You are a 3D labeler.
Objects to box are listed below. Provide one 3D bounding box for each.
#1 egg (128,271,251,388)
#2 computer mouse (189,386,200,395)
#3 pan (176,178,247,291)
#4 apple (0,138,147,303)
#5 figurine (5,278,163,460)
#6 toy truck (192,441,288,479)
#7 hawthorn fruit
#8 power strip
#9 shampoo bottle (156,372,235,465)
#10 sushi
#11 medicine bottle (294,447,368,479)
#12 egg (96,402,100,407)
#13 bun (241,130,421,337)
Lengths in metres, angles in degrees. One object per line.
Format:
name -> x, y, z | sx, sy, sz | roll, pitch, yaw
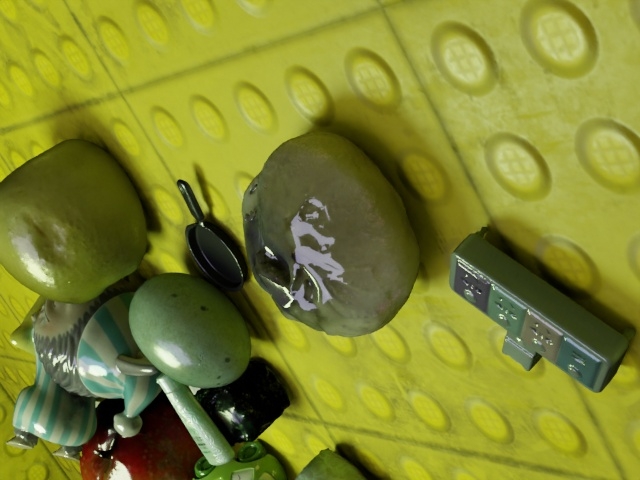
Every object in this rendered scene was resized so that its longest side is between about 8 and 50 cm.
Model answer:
egg -> -0.220, 0.152, 1.829 | 0.236, 0.169, 0.169 | 42, 151, 20
computer mouse -> -0.223, 0.285, 2.121 | 0.102, 0.045, 0.199 | 3, 128, 54
pan -> -0.178, -0.012, 1.723 | 0.136, 0.028, 0.235 | 25, 146, 37
apple -> -0.454, -0.014, 1.897 | 0.258, 0.233, 0.295 | 55, 152, -3
figurine -> -0.414, 0.240, 2.003 | 0.266, 0.361, 0.377 | 21, 168, -28
toy truck -> -0.169, 0.514, 2.124 | 0.187, 0.211, 0.148 | -9, 125, 23
hawthorn fruit -> -0.357, 0.439, 2.262 | 0.316, 0.316, 0.316 | 35, 148, 26
power strip -> 0.243, 0.091, 1.232 | 0.215, 0.061, 0.145 | 38, 156, 22
shampoo bottle -> -0.220, 0.308, 1.889 | 0.069, 0.041, 0.191 | -12, 113, 55
sushi -> -0.154, 0.296, 1.954 | 0.124, 0.127, 0.225 | 55, 153, -8
medicine bottle -> 0.025, 0.457, 1.867 | 0.143, 0.147, 0.147 | 36, 149, 20
egg -> -0.482, 0.346, 2.448 | 0.206, 0.162, 0.271 | 31, -168, -1
bun -> 0.004, 0.002, 1.345 | 0.273, 0.168, 0.273 | 35, 142, 34
